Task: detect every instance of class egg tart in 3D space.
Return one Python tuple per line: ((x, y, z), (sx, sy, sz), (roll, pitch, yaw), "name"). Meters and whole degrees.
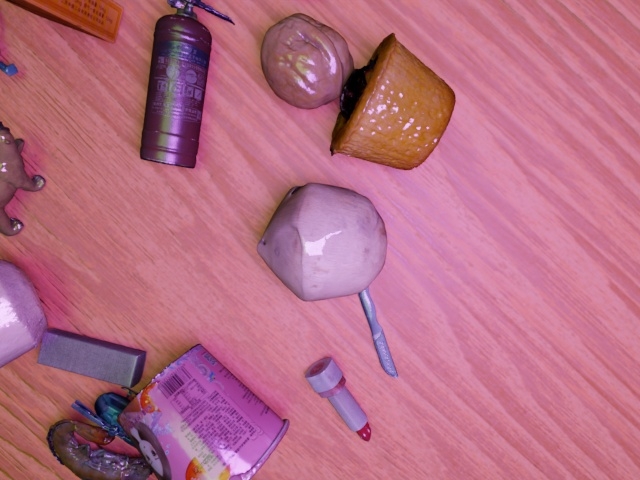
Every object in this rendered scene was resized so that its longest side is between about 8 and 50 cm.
((0.114, -0.215, 0.707), (0.170, 0.215, 0.215), (26, 97, -9), "egg tart")

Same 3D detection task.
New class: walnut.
((-0.026, -0.306, 0.736), (0.166, 0.149, 0.167), (6, 67, -14), "walnut")

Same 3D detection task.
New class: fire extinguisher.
((-0.241, -0.308, 0.777), (0.138, 0.102, 0.344), (7, 97, -29), "fire extinguisher")

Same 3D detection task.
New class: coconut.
((0.000, 0.000, 0.735), (0.224, 0.224, 0.224), (0, 96, 4), "coconut")
((-0.645, 0.150, 0.772), (0.233, 0.224, 0.224), (-21, 95, -38), "coconut")

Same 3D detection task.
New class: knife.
((0.111, 0.178, 0.834), (0.028, 0.015, 0.210), (-18, 95, 0), "knife")

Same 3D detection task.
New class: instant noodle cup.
((-0.219, 0.342, 0.774), (0.231, 0.243, 0.243), (45, 97, 5), "instant noodle cup")

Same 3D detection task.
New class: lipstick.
((0.048, 0.322, 0.837), (0.063, 0.057, 0.186), (-28, 100, 35), "lipstick")

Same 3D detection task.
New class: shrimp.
((-0.453, 0.428, 0.862), (0.253, 0.058, 0.173), (-5, 113, 18), "shrimp")

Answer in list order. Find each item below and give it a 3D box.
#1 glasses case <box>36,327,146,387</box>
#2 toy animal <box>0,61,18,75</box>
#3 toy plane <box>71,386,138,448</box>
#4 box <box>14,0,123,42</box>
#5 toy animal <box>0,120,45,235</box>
((-0.468, 0.240, 0.869), (0.204, 0.047, 0.071), (14, 91, 3), "glasses case")
((-0.658, -0.404, 0.801), (0.103, 0.100, 0.208), (-31, 84, -15), "toy animal")
((-0.376, 0.371, 0.850), (0.235, 0.096, 0.060), (31, 98, 2), "toy plane")
((-0.480, -0.421, 0.687), (0.174, 0.274, 0.076), (20, 101, 2), "box")
((-0.617, -0.117, 0.817), (0.103, 0.101, 0.219), (34, 97, 2), "toy animal")
